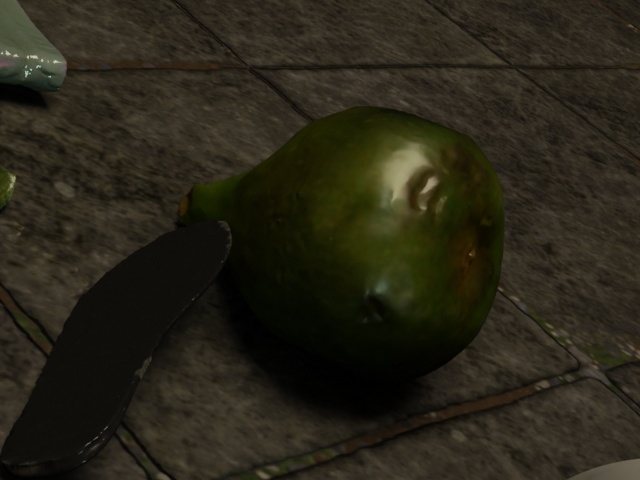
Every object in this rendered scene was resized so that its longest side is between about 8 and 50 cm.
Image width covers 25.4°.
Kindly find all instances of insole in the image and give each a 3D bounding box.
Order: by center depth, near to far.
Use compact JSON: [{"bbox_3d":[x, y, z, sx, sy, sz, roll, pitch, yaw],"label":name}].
[{"bbox_3d":[-0.129,0.061,0.943,0.110,0.012,0.309,-11,24,15],"label":"insole"}]

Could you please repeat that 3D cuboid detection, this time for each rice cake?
[{"bbox_3d":[-0.318,-0.203,1.269,0.127,0.043,0.237,4,32,-36],"label":"rice cake"}]

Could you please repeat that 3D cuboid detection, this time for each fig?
[{"bbox_3d":[0.000,0.000,1.086,0.275,0.206,0.206,4,11,37],"label":"fig"}]

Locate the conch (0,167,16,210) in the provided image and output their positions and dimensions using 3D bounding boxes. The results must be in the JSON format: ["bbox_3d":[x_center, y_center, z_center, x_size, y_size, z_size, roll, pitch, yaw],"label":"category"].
[{"bbox_3d":[-0.278,-0.051,1.034,0.121,0.074,0.089,28,53,-38],"label":"conch"}]

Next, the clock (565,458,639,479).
[{"bbox_3d":[0.187,0.231,0.746,0.230,0.230,0.083,31,23,8],"label":"clock"}]
